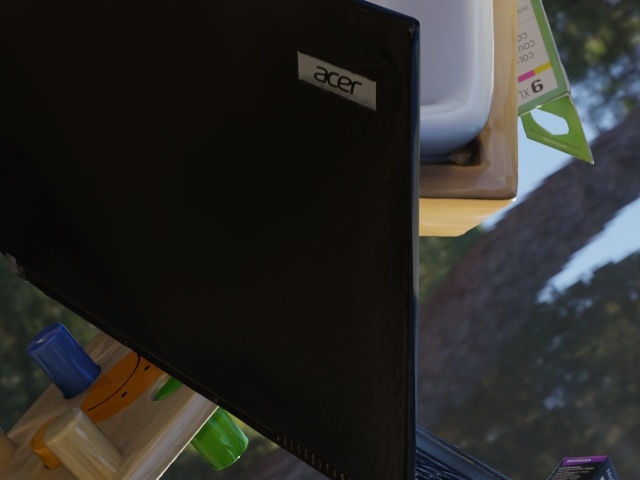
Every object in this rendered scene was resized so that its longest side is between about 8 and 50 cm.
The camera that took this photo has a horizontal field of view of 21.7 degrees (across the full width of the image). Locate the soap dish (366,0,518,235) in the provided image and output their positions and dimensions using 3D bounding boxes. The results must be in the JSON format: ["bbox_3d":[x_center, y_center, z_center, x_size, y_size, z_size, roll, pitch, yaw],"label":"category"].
[{"bbox_3d":[-0.022,-0.133,0.800,0.118,0.228,0.291,84,7,-60],"label":"soap dish"}]

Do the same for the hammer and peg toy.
[{"bbox_3d":[-0.120,0.084,1.343,0.127,0.361,0.266,51,-30,-21],"label":"hammer and peg toy"}]

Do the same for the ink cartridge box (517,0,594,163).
[{"bbox_3d":[0.113,-0.144,1.174,0.209,0.062,0.109,68,-14,-20],"label":"ink cartridge box"}]

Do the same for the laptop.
[{"bbox_3d":[0.000,0.000,0.601,0.234,0.137,0.264,28,3,42],"label":"laptop"}]

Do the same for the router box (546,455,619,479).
[{"bbox_3d":[0.207,0.275,1.274,0.046,0.133,0.179,-11,-71,40],"label":"router box"}]
